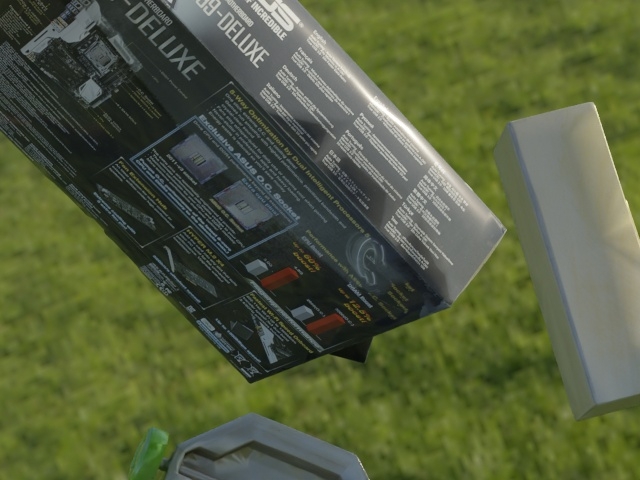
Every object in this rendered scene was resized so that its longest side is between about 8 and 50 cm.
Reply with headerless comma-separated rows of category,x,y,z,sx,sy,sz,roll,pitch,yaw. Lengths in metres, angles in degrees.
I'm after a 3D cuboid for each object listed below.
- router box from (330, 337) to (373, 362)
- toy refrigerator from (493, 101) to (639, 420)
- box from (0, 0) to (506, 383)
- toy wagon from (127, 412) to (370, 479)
router box,0.000,0.000,1.553,0.133,0.179,0.046,17,3,-27
toy refrigerator,0.246,0.019,1.729,0.094,0.270,0.102,-14,-13,-6
box,-0.070,-0.062,1.158,0.076,0.307,0.242,-51,14,-32
toy wagon,-0.073,0.328,1.670,0.068,0.267,0.344,129,162,-63
